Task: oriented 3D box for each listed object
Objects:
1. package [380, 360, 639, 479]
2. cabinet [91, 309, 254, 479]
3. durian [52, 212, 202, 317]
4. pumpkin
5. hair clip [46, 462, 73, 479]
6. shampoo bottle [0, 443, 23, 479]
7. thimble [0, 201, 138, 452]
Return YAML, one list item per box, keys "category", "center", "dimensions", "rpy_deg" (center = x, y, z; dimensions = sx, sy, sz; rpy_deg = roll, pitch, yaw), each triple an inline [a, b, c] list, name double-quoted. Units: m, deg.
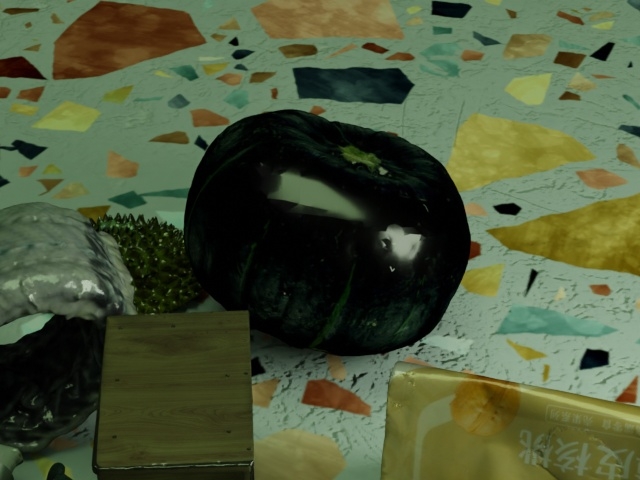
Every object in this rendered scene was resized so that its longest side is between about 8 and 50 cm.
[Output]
- category: "package"
  center: [0.206, 0.245, 1.488]
  dimensions: [0.311, 0.221, 0.165]
  rpy_deg: [10, 57, 15]
- category: "cabinet"
  center: [-0.135, 0.199, 1.540]
  dimensions: [0.148, 0.175, 0.215]
  rpy_deg: [-1, 36, -2]
- category: "durian"
  center: [-0.238, 0.023, 1.861]
  dimensions: [0.220, 0.095, 0.137]
  rpy_deg: [-2, 34, 8]
- category: "pumpkin"
  center: [0.000, 0.000, 1.780]
  dimensions: [0.315, 0.238, 0.315]
  rpy_deg: [15, 30, -9]
- category: "hair clip"
  center: [-0.279, 0.261, 1.494]
  dimensions: [0.070, 0.039, 0.229]
  rpy_deg: [36, 23, 14]
- category: "shampoo bottle"
  center: [-0.327, 0.265, 1.534]
  dimensions: [0.074, 0.074, 0.192]
  rpy_deg: [3, 35, 4]
- category: "thimble"
  center: [-0.303, 0.090, 1.649]
  dimensions: [0.245, 0.217, 0.157]
  rpy_deg: [-35, 42, 6]
